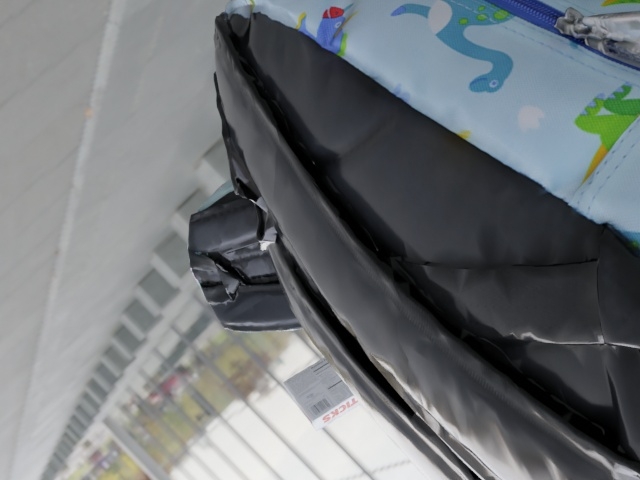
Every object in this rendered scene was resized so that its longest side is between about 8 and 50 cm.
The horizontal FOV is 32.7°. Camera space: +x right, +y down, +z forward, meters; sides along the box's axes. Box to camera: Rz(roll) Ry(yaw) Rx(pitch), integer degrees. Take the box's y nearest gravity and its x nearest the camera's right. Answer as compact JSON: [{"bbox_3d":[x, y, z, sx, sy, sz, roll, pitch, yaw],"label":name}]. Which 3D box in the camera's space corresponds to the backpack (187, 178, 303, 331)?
[{"bbox_3d":[0.000,0.000,0.767,0.182,0.152,0.115,-15,-178,6],"label":"backpack"}]

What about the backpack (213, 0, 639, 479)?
[{"bbox_3d":[0.098,-0.004,0.473,0.273,0.355,0.290,-44,139,-23],"label":"backpack"}]

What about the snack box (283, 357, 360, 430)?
[{"bbox_3d":[0.053,0.124,1.116,0.178,0.064,0.022,-30,133,-14],"label":"snack box"}]
